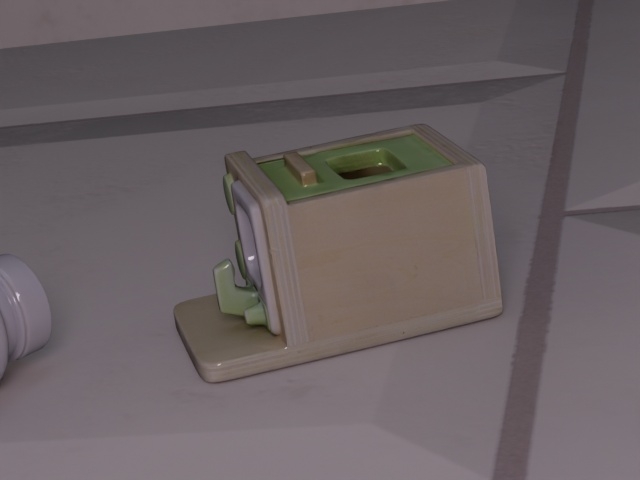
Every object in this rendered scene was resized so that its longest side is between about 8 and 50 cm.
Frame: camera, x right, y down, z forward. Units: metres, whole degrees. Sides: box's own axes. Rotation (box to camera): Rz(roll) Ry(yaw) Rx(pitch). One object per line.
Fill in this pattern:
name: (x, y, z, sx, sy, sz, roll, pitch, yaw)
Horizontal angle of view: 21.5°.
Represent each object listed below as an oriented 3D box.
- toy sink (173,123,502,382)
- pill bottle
toy sink: (0.000, 0.000, 1.287, 0.234, 0.131, 0.153, -13, 18, -10)
pill bottle: (-0.298, 0.077, 1.231, 0.193, 0.108, 0.108, -24, 24, -39)
